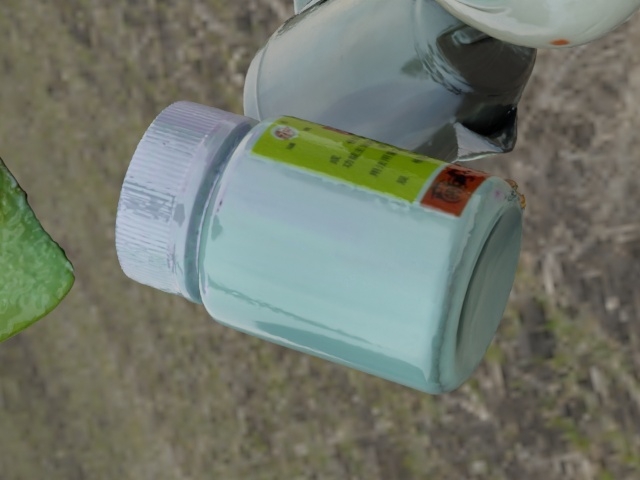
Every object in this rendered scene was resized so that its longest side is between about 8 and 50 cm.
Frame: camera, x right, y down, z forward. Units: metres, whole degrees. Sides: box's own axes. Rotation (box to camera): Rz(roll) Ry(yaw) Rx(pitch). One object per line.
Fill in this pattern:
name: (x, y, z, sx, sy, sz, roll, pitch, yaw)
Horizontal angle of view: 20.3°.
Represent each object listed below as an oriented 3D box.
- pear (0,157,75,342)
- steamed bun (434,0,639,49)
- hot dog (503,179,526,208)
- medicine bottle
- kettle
pear: (-0.330, -0.015, 1.151, 0.159, 0.292, 0.292, -7, 92, 58)
steamed bun: (0.121, -0.226, 1.144, 0.177, 0.131, 0.228, -43, 57, 19)
hot dog: (0.148, -0.033, 1.612, 0.037, 0.083, 0.021, 65, 149, 27)
medicine bottle: (0.000, 0.000, 1.106, 0.139, 0.225, 0.139, 17, -90, -72)
kettle: (0.078, -0.213, 1.811, 0.324, 0.228, 0.321, -24, 83, 59)
